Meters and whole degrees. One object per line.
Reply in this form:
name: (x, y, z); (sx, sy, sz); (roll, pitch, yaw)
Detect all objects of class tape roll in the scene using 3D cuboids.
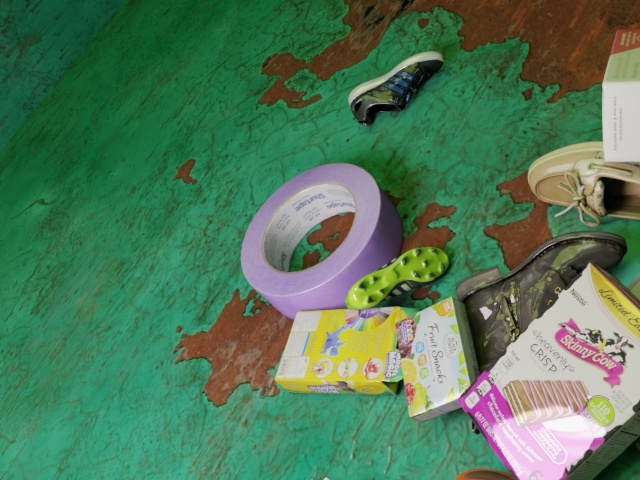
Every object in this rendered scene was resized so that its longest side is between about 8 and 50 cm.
tape roll: (0.000, 0.000, 1.343); (0.274, 0.090, 0.275); (-21, 44, 22)

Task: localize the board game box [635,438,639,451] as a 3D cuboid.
board game box: (0.451, 0.201, 0.859); (0.181, 0.043, 0.092); (-42, 41, -1)

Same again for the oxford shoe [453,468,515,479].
oxford shoe: (0.178, 0.407, 0.834); (0.130, 0.133, 0.364); (5, 33, 8)

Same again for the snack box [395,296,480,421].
snack box: (0.158, 0.159, 1.050); (0.100, 0.037, 0.141); (-30, 50, 30)

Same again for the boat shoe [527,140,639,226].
boat shoe: (0.418, -0.072, 1.072); (0.285, 0.104, 0.089); (1, 54, 37)

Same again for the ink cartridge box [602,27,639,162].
ink cartridge box: (0.522, -0.195, 1.006); (0.283, 0.117, 0.207); (3, 34, 25)

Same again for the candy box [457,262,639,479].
candy box: (0.289, 0.165, 0.885); (0.233, 0.071, 0.159); (-51, 47, 16)

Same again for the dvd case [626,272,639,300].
dvd case: (0.429, 0.128, 0.872); (0.179, 0.029, 0.238); (-45, 44, -2)

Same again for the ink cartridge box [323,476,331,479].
ink cartridge box: (0.011, 0.413, 0.993); (0.127, 0.072, 0.175); (24, 72, 46)

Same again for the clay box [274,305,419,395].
clay box: (0.048, 0.168, 1.189); (0.222, 0.053, 0.127); (-5, 52, 33)

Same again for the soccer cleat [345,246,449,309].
soccer cleat: (0.115, 0.058, 1.202); (0.178, 0.060, 0.072); (-22, -7, -21)

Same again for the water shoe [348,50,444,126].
water shoe: (0.154, -0.287, 1.501); (0.203, 0.073, 0.080); (-26, 70, 17)

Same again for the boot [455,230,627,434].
boot: (0.302, 0.126, 1.021); (0.263, 0.091, 0.229); (-26, 49, 23)
